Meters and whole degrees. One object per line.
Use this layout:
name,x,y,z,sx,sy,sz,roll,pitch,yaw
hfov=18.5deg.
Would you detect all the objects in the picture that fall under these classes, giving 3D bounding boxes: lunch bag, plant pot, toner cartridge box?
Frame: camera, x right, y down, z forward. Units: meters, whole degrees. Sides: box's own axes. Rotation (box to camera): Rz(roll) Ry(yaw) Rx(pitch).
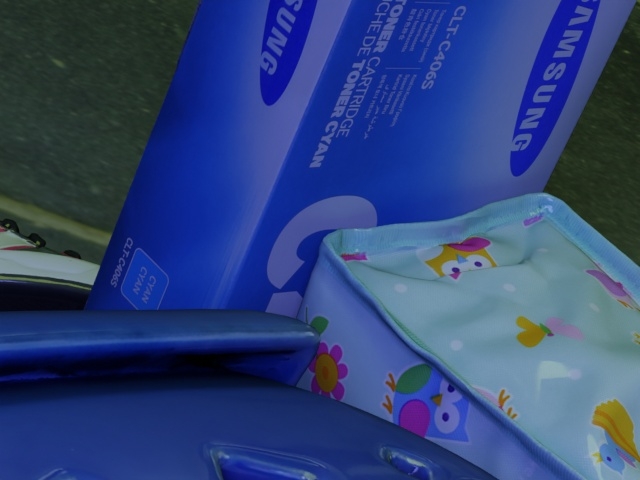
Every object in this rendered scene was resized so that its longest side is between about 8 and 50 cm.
lunch bag,0.090,0.145,0.750,0.160,0.223,0.262,-10,43,-39
plant pot,-0.068,0.147,0.574,0.236,0.236,0.212,0,38,-50
toner cartridge box,0.000,0.000,0.811,0.165,0.347,0.075,-7,40,-44

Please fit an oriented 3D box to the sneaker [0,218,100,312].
sneaker,-0.178,0.001,0.939,0.296,0.123,0.178,12,38,-17
